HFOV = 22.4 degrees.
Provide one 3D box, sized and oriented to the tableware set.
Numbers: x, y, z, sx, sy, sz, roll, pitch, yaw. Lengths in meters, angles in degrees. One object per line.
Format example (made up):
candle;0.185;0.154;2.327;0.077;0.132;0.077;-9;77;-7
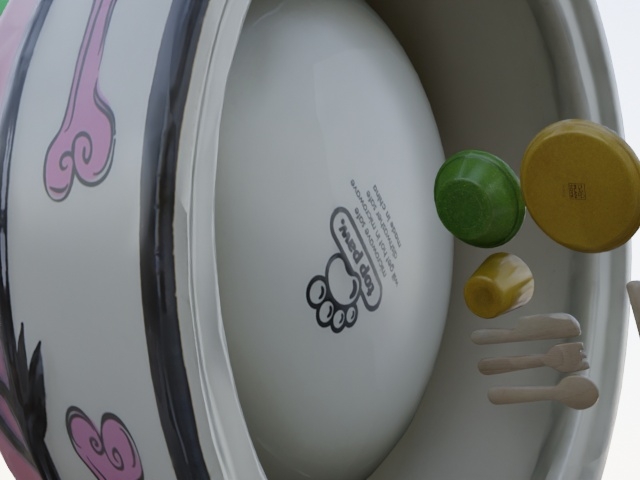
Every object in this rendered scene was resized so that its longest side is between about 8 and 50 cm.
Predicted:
tableware set;0.111;0.004;0.556;0.154;0.104;0.024;-9;13;38

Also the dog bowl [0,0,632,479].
dog bowl;0.000;0.000;0.758;0.150;0.408;0.408;0;-15;33

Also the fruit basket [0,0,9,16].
fruit basket;-0.433;-0.075;1.243;0.392;0.392;0.283;10;-45;-29
